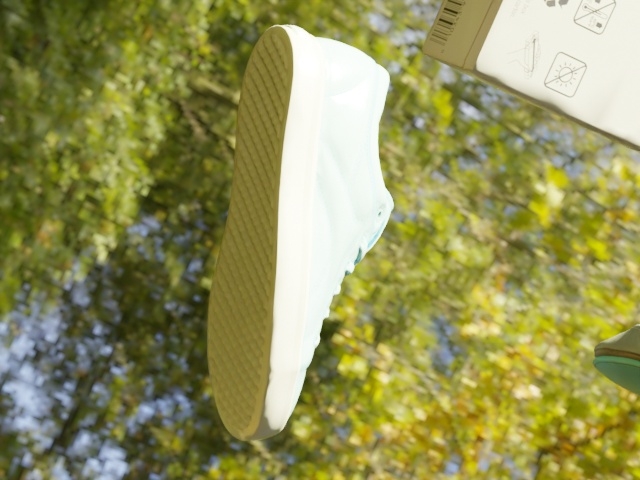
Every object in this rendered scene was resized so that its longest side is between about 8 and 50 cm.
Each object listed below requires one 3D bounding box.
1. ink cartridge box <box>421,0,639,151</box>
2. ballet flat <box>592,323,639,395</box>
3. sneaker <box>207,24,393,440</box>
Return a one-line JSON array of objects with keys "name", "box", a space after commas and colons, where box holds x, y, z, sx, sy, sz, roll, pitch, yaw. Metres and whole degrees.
[{"name": "ink cartridge box", "box": [0.226, -0.097, 0.685, 0.165, 0.332, 0.065, -65, -159, 7]}, {"name": "ballet flat", "box": [0.257, 0.080, 0.972, 0.068, 0.072, 0.213, -55, -166, -7]}, {"name": "sneaker", "box": [0.000, 0.000, 1.286, 0.135, 0.150, 0.366, 10, -89, 62]}]
